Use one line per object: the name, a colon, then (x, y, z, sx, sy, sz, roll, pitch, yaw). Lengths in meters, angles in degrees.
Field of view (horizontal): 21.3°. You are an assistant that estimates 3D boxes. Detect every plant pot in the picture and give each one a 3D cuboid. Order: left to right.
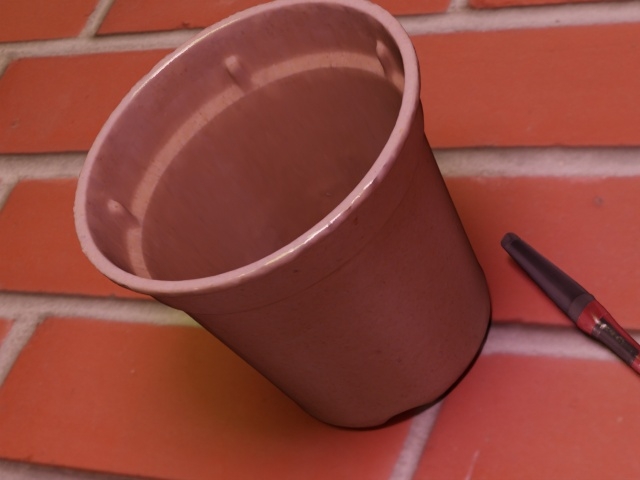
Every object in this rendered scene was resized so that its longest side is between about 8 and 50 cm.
plant pot: (0.000, 0.000, 1.551, 0.334, 0.305, 0.334, -19, 44, 20)

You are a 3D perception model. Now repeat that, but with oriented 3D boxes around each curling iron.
curling iron: (0.253, 0.061, 1.527, 0.068, 0.035, 0.274, -41, 42, -12)
